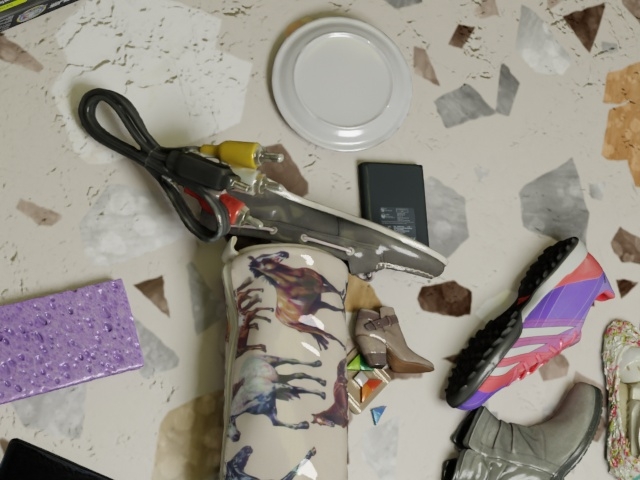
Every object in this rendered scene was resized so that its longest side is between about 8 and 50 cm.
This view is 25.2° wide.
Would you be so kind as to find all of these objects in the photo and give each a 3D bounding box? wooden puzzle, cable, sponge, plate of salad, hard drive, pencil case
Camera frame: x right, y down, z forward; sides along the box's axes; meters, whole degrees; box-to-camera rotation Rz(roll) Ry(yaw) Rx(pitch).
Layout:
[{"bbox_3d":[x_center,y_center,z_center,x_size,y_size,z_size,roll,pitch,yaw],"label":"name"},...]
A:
[{"bbox_3d":[0.051,0.185,1.918,0.116,0.014,0.078,42,66,-8],"label":"wooden puzzle"},{"bbox_3d":[-0.187,-0.096,1.839,0.287,0.072,0.139,25,107,20],"label":"cable"},{"bbox_3d":[-0.331,0.126,1.771,0.210,0.031,0.117,-13,82,-24],"label":"sponge"},{"bbox_3d":[0.029,-0.215,1.993,0.200,0.048,0.199,3,75,-10],"label":"plate of salad"},{"bbox_3d":[0.102,-0.041,1.991,0.094,0.022,0.135,2,77,-21],"label":"hard drive"},{"bbox_3d":[-0.055,0.205,1.791,0.184,0.160,0.410,10,73,-31],"label":"pencil case"}]

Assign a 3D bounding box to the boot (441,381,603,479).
[{"bbox_3d":[0.276,0.266,1.955,0.161,0.083,0.246,33,66,-5],"label":"boot"}]

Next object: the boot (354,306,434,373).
[{"bbox_3d":[0.099,0.133,1.939,0.118,0.042,0.087,10,60,-33],"label":"boot"}]

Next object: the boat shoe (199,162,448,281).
[{"bbox_3d":[0.000,0.000,1.893,0.335,0.112,0.095,22,87,-4],"label":"boat shoe"}]

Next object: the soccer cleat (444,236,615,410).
[{"bbox_3d":[0.295,0.134,1.982,0.116,0.109,0.318,47,63,-9],"label":"soccer cleat"}]

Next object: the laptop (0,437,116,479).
[{"bbox_3d":[-0.205,0.484,1.637,0.408,0.236,0.381,24,84,-31],"label":"laptop"}]

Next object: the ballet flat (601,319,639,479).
[{"bbox_3d":[0.451,0.226,2.033,0.091,0.077,0.240,5,75,-20],"label":"ballet flat"}]

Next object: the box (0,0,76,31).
[{"bbox_3d":[-0.461,-0.366,1.829,0.270,0.060,0.216,-29,89,-25],"label":"box"}]
